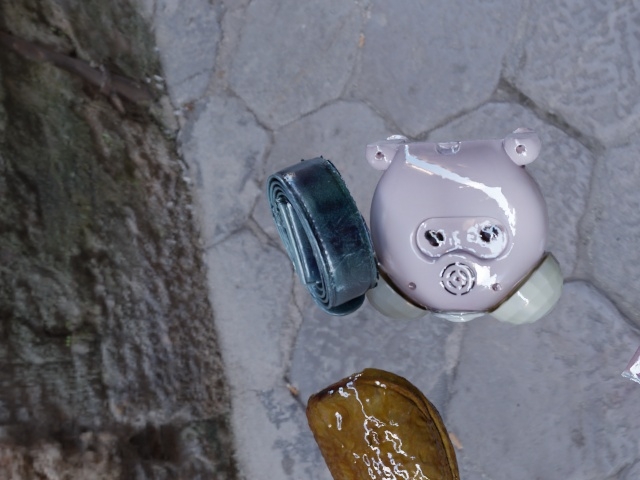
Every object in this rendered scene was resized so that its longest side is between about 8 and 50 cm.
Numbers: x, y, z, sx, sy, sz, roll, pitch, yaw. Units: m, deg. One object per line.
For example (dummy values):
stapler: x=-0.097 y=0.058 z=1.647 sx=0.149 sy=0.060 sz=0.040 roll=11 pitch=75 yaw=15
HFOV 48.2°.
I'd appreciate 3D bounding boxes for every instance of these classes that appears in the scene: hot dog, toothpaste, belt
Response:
hot dog: x=0.093 y=0.319 z=1.036 sx=0.196 sy=0.122 sz=0.272 roll=-31 pitch=86 yaw=24
toothpaste: x=0.734 y=0.223 z=1.568 sx=0.067 sy=0.043 sz=0.194 roll=24 pitch=96 yaw=13
belt: x=0.000 y=0.000 z=1.162 sx=0.267 sy=0.116 sz=0.206 roll=68 pitch=164 yaw=-8

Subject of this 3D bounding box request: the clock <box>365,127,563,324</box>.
clock: x=0.235 y=-0.017 z=1.222 sx=0.342 sy=0.184 sz=0.326 roll=2 pitch=105 yaw=24
